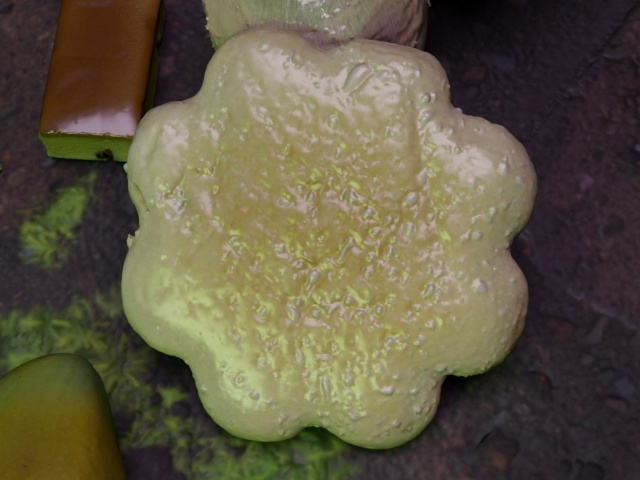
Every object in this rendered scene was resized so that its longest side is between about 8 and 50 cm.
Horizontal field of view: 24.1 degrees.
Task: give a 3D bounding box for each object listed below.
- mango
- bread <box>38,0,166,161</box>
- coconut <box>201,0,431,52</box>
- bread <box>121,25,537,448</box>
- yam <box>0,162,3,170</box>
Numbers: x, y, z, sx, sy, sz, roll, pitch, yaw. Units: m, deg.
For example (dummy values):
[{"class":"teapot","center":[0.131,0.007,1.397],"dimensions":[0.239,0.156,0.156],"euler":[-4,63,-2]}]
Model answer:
[{"class":"mango","center":[-0.194,0.166,1.031],"dimensions":[0.130,0.092,0.195],"euler":[6,57,9]},{"class":"bread","center":[-0.174,-0.169,1.241],"dimensions":[0.088,0.049,0.226],"euler":[2,60,6]},{"class":"coconut","center":[-0.006,-0.189,1.157],"dimensions":[0.194,0.194,0.194],"euler":[-2,61,3]},{"class":"bread","center":[0.000,0.000,1.058],"dimensions":[0.316,0.054,0.316],"euler":[0,90,7]},{"class":"yam","center":[-0.310,-0.058,1.209],"dimensions":[0.107,0.014,0.014],"euler":[-4,61,2]}]
